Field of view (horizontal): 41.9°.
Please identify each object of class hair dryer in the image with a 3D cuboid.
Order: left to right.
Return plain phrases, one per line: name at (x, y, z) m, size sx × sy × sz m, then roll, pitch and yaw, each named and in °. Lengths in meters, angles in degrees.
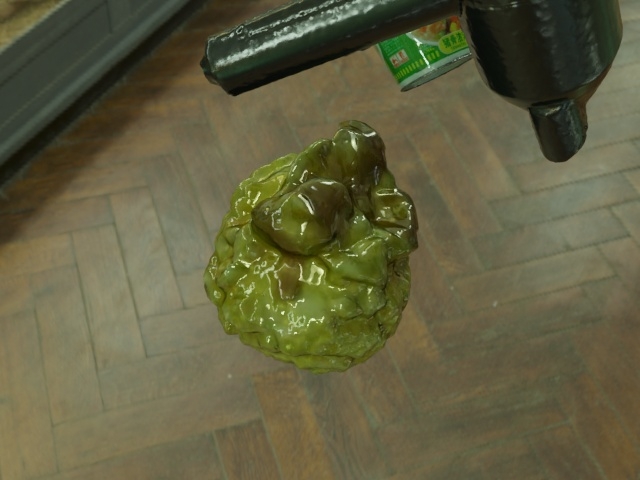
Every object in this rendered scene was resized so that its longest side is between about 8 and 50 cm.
hair dryer at (0.069, -0.146, 0.634) m, size 0.303 × 0.244 × 0.116 m, roll -16°, pitch 47°, yaw 15°

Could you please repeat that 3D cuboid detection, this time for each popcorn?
popcorn at (0.000, 0.000, 0.851) m, size 0.206 × 0.251 × 0.237 m, roll 19°, pitch 10°, yaw -3°

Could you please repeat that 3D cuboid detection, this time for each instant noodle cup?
instant noodle cup at (0.149, -0.381, 1.389) m, size 0.207 × 0.207 × 0.232 m, roll -28°, pitch 93°, yaw -26°
